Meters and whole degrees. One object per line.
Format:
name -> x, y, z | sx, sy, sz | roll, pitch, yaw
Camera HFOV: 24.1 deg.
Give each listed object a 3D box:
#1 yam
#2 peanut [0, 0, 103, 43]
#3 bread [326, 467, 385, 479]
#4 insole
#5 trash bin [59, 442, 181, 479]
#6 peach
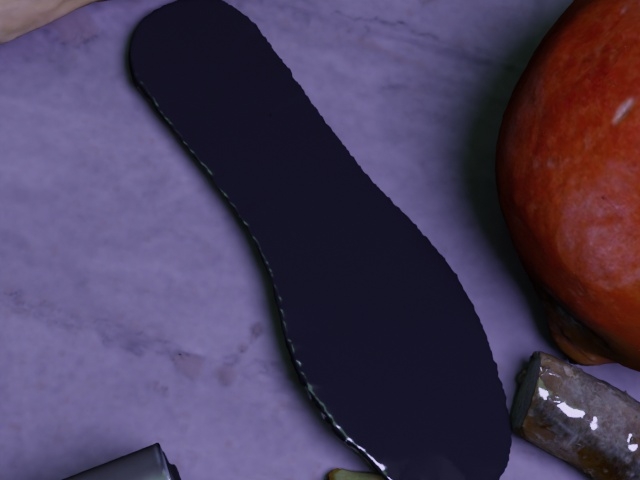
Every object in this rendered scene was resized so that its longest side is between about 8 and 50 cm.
yam -> 0.223, 0.143, 0.860 | 0.253, 0.061, 0.061 | 27, 76, 0
peanut -> -0.149, -0.191, 0.863 | 0.290, 0.130, 0.130 | -20, 80, -8
bread -> 0.030, 0.212, 0.849 | 0.074, 0.084, 0.139 | 7, 108, -5
insole -> 0.000, 0.000, 0.877 | 0.119, 0.009, 0.348 | -29, 77, -23
trash bin -> -0.167, 0.221, 0.775 | 0.240, 0.122, 0.164 | -18, 80, -7
peach -> 0.200, -0.033, 0.826 | 0.232, 0.257, 0.232 | 24, 35, -18
